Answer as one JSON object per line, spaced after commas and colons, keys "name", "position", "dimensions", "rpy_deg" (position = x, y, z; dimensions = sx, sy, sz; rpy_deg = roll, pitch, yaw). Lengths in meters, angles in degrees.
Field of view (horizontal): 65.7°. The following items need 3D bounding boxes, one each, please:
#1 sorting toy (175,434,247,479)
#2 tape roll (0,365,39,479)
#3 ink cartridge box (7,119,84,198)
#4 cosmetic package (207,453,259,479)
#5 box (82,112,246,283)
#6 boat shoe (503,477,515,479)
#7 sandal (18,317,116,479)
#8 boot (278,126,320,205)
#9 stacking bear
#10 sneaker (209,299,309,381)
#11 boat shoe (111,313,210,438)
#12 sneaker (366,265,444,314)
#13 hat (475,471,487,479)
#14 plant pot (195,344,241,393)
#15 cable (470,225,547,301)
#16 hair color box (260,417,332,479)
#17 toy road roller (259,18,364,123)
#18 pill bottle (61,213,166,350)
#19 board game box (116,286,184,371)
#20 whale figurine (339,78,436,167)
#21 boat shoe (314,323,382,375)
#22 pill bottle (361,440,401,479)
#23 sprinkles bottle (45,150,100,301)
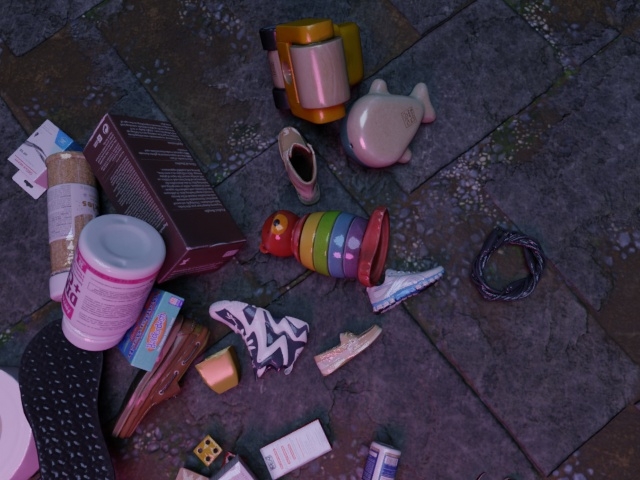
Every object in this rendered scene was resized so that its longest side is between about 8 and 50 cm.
{"name": "sorting toy", "position": [-0.255, 0.562, 1.059], "dimensions": [0.132, 0.046, 0.274], "rpy_deg": [18, 78, 8]}
{"name": "tape roll", "position": [-0.749, 0.423, 1.099], "dimensions": [0.286, 0.100, 0.286], "rpy_deg": [-1, 75, 3]}
{"name": "ink cartridge box", "position": [-0.721, -0.209, 1.282], "dimensions": [0.104, 0.060, 0.180], "rpy_deg": [38, 81, 11]}
{"name": "cosmetic package", "position": [-0.132, 0.567, 1.011], "dimensions": [0.099, 0.060, 0.239], "rpy_deg": [-38, 91, -11]}
{"name": "box", "position": [-0.361, -0.102, 1.150], "dimensions": [0.143, 0.191, 0.381], "rpy_deg": [-44, 72, 27]}
{"name": "boat shoe", "position": [0.407, 0.565, 1.019], "dimensions": [0.049, 0.043, 0.137], "rpy_deg": [-5, 74, 4]}
{"name": "sandal", "position": [-0.548, 0.378, 1.066], "dimensions": [0.168, 0.107, 0.445], "rpy_deg": [-4, 56, -29]}
{"name": "boot", "position": [-0.054, -0.204, 1.185], "dimensions": [0.077, 0.165, 0.213], "rpy_deg": [-18, 77, -2]}
{"name": "stacking bear", "position": [0.000, 0.000, 1.136], "dimensions": [0.289, 0.164, 0.175], "rpy_deg": [11, 76, 17]}
{"name": "sneaker", "position": [-0.154, 0.232, 1.114], "dimensions": [0.235, 0.094, 0.153], "rpy_deg": [17, 68, -3]}
{"name": "boat shoe", "position": [-0.352, 0.313, 1.095], "dimensions": [0.104, 0.111, 0.307], "rpy_deg": [29, 94, -21]}
{"name": "sneaker", "position": [0.193, 0.092, 1.145], "dimensions": [0.191, 0.071, 0.082], "rpy_deg": [-26, 70, -4]}
{"name": "hat", "position": [0.241, 0.581, 0.924], "dimensions": [0.173, 0.183, 0.208], "rpy_deg": [7, 49, -35]}
{"name": "plant pot", "position": [-0.221, 0.294, 1.113], "dimensions": [0.081, 0.081, 0.083], "rpy_deg": [-26, 88, -4]}
{"name": "cable", "position": [0.436, 0.066, 1.153], "dimensions": [0.151, 0.047, 0.184], "rpy_deg": [30, 77, 5]}
{"name": "hair color box", "position": [-0.052, 0.452, 1.077], "dimensions": [0.141, 0.043, 0.072], "rpy_deg": [-25, 75, -4]}
{"name": "toy road roller", "position": [0.015, -0.425, 1.174], "dimensions": [0.241, 0.202, 0.329], "rpy_deg": [-21, 30, -16]}
{"name": "pill bottle", "position": [-0.436, 0.096, 1.021], "dimensions": [0.160, 0.160, 0.283], "rpy_deg": [44, 126, 13]}
{"name": "board game box", "position": [-0.378, 0.183, 1.089], "dimensions": [0.047, 0.210, 0.160], "rpy_deg": [29, 75, -27]}
{"name": "whale figurine", "position": [0.162, -0.290, 1.222], "dimensions": [0.272, 0.141, 0.216], "rpy_deg": [-36, 112, -25]}
{"name": "boat shoe", "position": [0.061, 0.235, 1.117], "dimensions": [0.170, 0.063, 0.059], "rpy_deg": [-36, 82, -5]}
{"name": "pill bottle", "position": [0.124, 0.492, 1.043], "dimensions": [0.067, 0.067, 0.120], "rpy_deg": [16, 77, 8]}
{"name": "sprinkles bottle", "position": [-0.593, -0.035, 1.197], "dimensions": [0.121, 0.121, 0.355], "rpy_deg": [-11, 75, 1]}
